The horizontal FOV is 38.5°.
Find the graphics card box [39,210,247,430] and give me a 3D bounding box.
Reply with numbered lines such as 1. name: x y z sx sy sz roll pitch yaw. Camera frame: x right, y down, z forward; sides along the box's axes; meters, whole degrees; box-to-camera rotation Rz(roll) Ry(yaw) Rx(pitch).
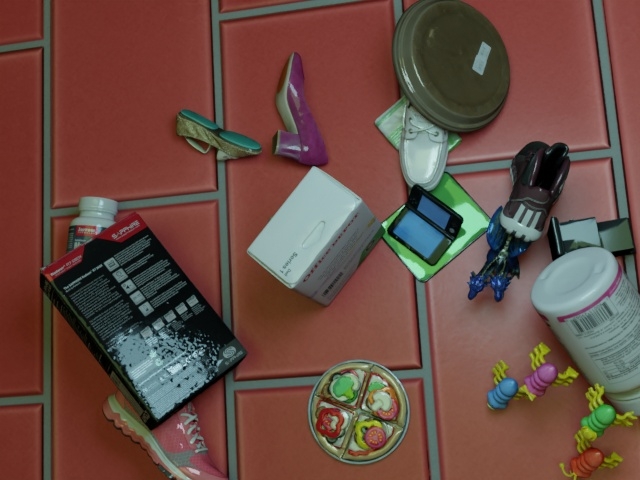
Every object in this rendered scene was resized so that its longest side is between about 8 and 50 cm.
1. graphics card box: -0.345 0.153 1.790 0.233 0.094 0.371 -36 82 -29

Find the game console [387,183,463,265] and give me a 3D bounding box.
1. game console: 0.204 -0.031 1.794 0.122 0.107 0.071 38 61 15

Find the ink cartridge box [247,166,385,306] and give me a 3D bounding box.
1. ink cartridge box: 0.000 0.000 1.724 0.117 0.278 0.201 38 90 17

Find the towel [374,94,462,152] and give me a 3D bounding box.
1. towel: 0.198 -0.221 1.864 0.113 0.023 0.152 -41 77 4

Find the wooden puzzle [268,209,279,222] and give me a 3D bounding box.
1. wooden puzzle: -0.078 -0.013 1.883 0.079 0.014 0.116 3 81 12

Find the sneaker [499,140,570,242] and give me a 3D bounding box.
1. sneaker: 0.414 -0.133 1.667 0.106 0.162 0.281 21 43 2

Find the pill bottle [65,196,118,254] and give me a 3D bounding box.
1. pill bottle: -0.473 0.004 1.912 0.108 0.108 0.180 2 80 12

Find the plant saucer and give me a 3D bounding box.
1. plant saucer: 0.264 -0.348 1.777 0.278 0.041 0.278 6 76 -27

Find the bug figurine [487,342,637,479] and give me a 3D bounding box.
1. bug figurine: 0.420 0.309 1.633 0.279 0.216 0.072 39 51 17

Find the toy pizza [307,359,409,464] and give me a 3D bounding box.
1. toy pizza: 0.072 0.332 1.778 0.201 0.032 0.201 -2 79 11

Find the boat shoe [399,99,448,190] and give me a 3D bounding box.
1. boat shoe: 0.203 -0.238 1.801 0.098 0.096 0.277 3 81 10

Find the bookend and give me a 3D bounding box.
1. bookend: 0.504 -0.008 1.688 0.156 0.157 0.072 -11 78 10

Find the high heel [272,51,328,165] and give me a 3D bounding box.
1. high heel: -0.031 -0.273 1.904 0.117 0.082 0.244 12 65 -18

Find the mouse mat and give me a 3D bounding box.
1. mouse mat: 0.226 -0.028 1.827 0.190 0.007 0.152 -40 75 3

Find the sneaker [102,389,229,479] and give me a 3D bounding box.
1. sneaker: -0.285 0.372 1.802 0.314 0.116 0.136 37 87 16

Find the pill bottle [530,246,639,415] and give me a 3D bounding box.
1. pill bottle: 0.504 0.163 1.598 0.160 0.160 0.283 -37 110 3

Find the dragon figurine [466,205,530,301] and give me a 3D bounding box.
1. dragon figurine: 0.358 -0.009 1.725 0.085 0.144 0.289 22 85 14

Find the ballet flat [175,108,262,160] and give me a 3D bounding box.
1. ballet flat: -0.218 -0.208 1.931 0.206 0.073 0.067 28 113 18
